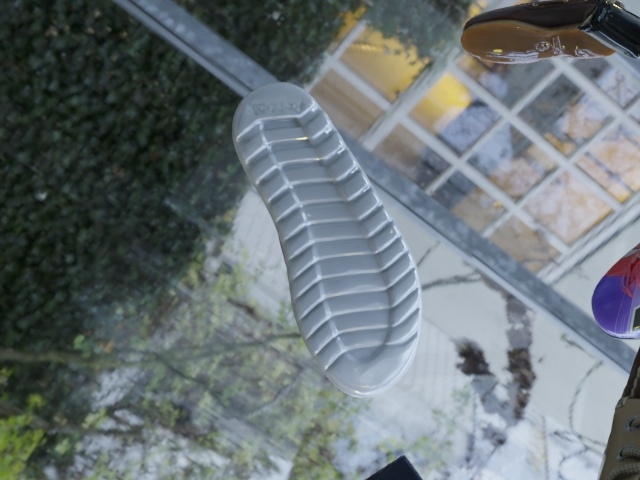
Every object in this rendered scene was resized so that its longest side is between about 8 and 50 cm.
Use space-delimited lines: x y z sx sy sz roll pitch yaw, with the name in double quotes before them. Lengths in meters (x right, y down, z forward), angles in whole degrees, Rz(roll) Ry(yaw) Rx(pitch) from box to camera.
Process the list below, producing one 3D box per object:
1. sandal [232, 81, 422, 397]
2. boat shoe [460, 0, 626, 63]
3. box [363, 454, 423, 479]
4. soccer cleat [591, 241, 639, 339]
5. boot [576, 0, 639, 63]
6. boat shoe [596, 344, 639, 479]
"sandal" 0.015 -0.005 1.187 0.169 0.416 0.102 -20 -176 -8
"boat shoe" 0.288 -0.275 1.190 0.073 0.206 0.073 70 29 -53
"box" 0.031 0.282 0.784 0.158 0.093 0.156 -31 153 -13
"soccer cleat" 0.368 0.009 0.901 0.318 0.116 0.109 -39 -127 48
"boot" 0.281 -0.174 0.801 0.045 0.099 0.121 -56 -177 14
"boat shoe" 0.198 0.144 0.475 0.123 0.116 0.325 3 -104 36
